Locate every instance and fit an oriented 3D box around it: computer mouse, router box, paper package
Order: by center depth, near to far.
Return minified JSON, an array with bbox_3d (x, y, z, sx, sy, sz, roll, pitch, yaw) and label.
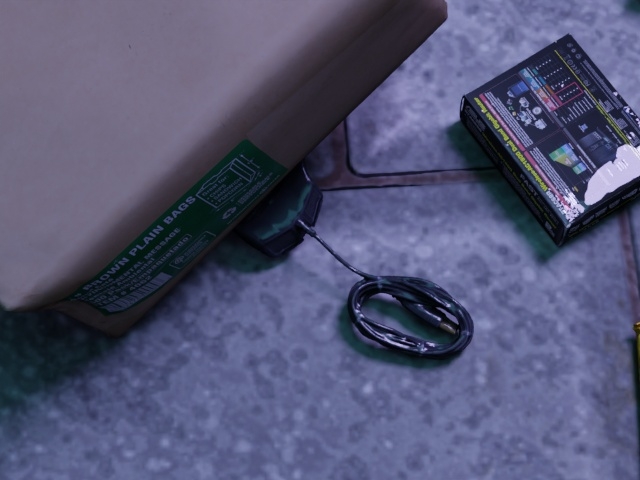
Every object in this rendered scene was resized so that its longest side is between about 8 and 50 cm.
[{"bbox_3d":[-0.132,-0.154,1.087,0.325,0.168,0.309,-42,71,6],"label":"paper package"},{"bbox_3d":[0.000,0.000,1.155,0.242,0.041,0.071,39,83,8],"label":"computer mouse"},{"bbox_3d":[0.167,-0.069,1.181,0.092,0.038,0.122,-30,70,-13],"label":"router box"}]

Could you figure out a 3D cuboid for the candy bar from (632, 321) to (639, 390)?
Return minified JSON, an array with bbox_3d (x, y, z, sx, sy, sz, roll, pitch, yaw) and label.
[{"bbox_3d":[0.224,0.125,1.109,0.040,0.018,0.161,1,67,0],"label":"candy bar"}]
